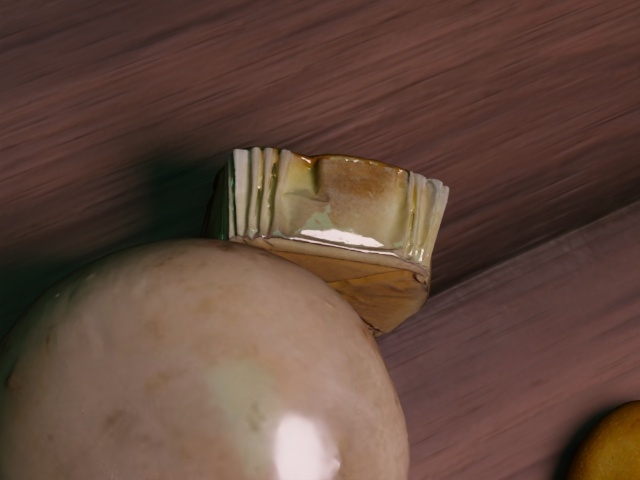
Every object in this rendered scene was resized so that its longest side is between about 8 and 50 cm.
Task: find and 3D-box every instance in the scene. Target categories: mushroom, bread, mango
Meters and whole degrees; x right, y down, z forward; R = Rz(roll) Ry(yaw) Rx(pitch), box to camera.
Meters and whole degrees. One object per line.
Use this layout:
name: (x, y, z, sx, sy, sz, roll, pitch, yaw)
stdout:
mushroom: (-0.102, 0.179, 1.459, 0.362, 0.294, 0.362, 0, 87, 11)
bread: (-0.002, -0.001, 1.569, 0.210, 0.192, 0.110, 8, 65, -9)
mango: (0.280, 0.243, 1.575, 0.136, 0.099, 0.227, -3, 55, 17)
